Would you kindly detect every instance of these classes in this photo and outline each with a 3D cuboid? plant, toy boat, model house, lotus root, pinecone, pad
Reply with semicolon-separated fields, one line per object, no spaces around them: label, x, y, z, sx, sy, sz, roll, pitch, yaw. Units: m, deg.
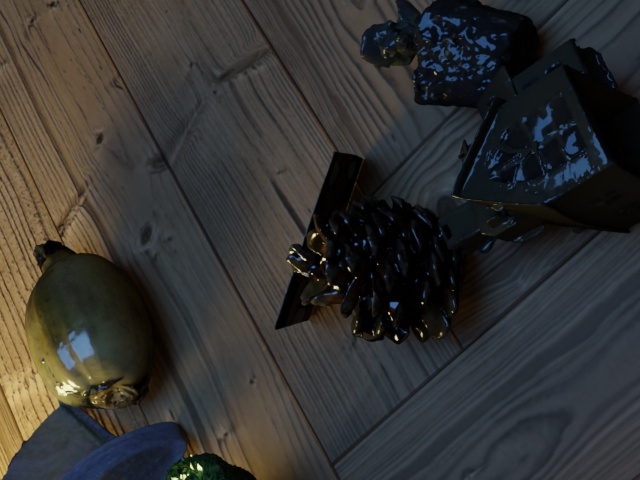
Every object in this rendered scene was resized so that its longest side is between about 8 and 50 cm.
plant;0.156;-0.228;1.535;0.203;0.142;0.131;24;114;34
toy boat;-0.354;0.347;1.820;0.293;0.276;0.111;-1;125;41
model house;0.230;-0.082;1.411;0.243;0.211;0.204;-34;62;30
lotus root;-0.354;0.110;1.883;0.183;0.183;0.310;-45;53;25
pinecone;0.072;0.035;1.523;0.184;0.205;0.179;8;95;52
pad;0.000;0.000;1.623;0.003;0.158;0.235;20;96;14

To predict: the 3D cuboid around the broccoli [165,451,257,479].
broccoli;-0.147;0.427;1.612;0.308;0.275;0.308;21;123;35
